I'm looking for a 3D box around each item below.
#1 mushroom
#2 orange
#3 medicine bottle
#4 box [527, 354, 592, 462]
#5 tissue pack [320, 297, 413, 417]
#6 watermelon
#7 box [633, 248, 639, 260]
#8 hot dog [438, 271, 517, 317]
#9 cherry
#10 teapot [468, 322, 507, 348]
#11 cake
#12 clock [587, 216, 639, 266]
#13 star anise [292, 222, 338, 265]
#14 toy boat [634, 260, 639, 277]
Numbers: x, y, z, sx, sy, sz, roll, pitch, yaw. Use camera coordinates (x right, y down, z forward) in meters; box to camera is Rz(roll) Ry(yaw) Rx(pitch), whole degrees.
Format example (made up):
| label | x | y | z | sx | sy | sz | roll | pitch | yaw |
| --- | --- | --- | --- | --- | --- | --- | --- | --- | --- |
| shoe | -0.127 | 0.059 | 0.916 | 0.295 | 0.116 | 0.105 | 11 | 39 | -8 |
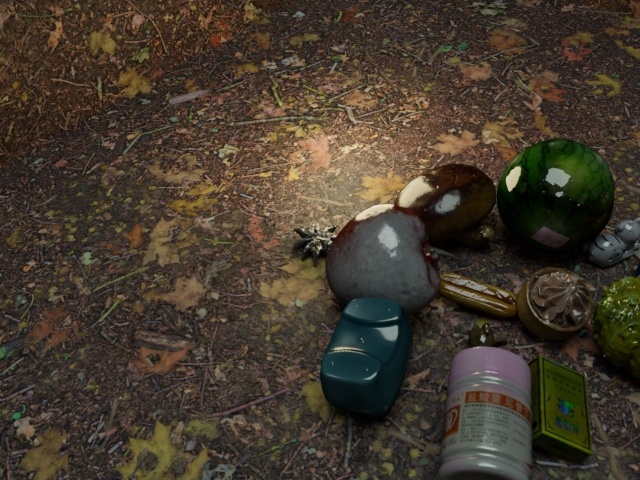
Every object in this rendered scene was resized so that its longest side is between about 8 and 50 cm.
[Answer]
| label | x | y | z | sx | sy | sz | roll | pitch | yaw |
| --- | --- | --- | --- | --- | --- | --- | --- | --- | --- |
| mushroom | 0.390 | -0.122 | 2.015 | 0.345 | 0.239 | 0.345 | 5 | 20 | -2 |
| orange | 0.866 | 0.213 | 1.622 | 0.300 | 0.223 | 0.301 | 33 | 55 | 26 |
| medicine bottle | 0.385 | 0.427 | 1.463 | 0.202 | 0.202 | 0.316 | 6 | 46 | 12 |
| box | 0.574 | 0.404 | 1.531 | 0.141 | 0.064 | 0.220 | 25 | 44 | -9 |
| tissue pack | 0.123 | 0.307 | 1.619 | 0.198 | 0.206 | 0.287 | 4 | 43 | 22 |
| watermelon | 0.707 | -0.139 | 1.914 | 0.363 | 0.363 | 0.363 | -3 | 45 | 3 |
| box | 0.994 | 0.032 | 1.936 | 0.083 | 0.012 | 0.046 | -21 | 46 | -15 |
| hot dog | 0.448 | 0.162 | 1.819 | 0.249 | 0.068 | 0.100 | 19 | 37 | 20 |
| cherry | 0.180 | 0.075 | 1.787 | 0.335 | 0.291 | 0.326 | -44 | 66 | 14 |
| teapot | 0.459 | 0.268 | 1.708 | 0.110 | 0.085 | 0.080 | 13 | 46 | -10 |
| cake | 0.645 | 0.153 | 1.700 | 0.185 | 0.178 | 0.207 | 44 | 53 | 18 |
| clock | 0.883 | 0.001 | 1.896 | 0.176 | 0.117 | 0.080 | -24 | 44 | -9 |
| star anise | 0.000 | 0.000 | 2.029 | 0.180 | 0.061 | 0.204 | -20 | 46 | -14 |
| toy boat | 1.016 | 0.103 | 1.732 | 0.291 | 0.067 | 0.221 | 10 | 70 | 58 |
